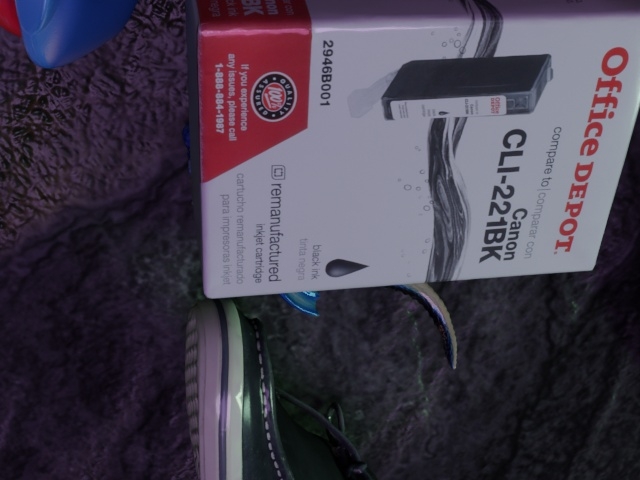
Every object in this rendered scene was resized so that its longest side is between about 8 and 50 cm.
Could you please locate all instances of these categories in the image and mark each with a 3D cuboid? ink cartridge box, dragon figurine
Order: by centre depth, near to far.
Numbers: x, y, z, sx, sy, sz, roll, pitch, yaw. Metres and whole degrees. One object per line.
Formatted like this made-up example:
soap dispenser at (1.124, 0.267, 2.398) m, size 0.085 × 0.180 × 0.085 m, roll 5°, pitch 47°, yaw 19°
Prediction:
ink cartridge box at (0.055, -0.078, 0.645) m, size 0.273 × 0.114 × 0.197 m, roll -4°, pitch 128°, yaw -10°
dragon figurine at (0.000, 0.000, 0.807) m, size 0.144 × 0.085 × 0.289 m, roll -26°, pitch 120°, yaw 11°

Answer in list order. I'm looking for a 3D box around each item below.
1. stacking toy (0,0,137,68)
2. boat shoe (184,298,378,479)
stacking toy at (-0.273, -0.219, 0.630) m, size 0.302 × 0.166 × 0.175 m, roll 9°, pitch 113°, yaw 7°
boat shoe at (-0.017, 0.239, 0.907) m, size 0.156 × 0.187 × 0.500 m, roll -14°, pitch 127°, yaw -1°
